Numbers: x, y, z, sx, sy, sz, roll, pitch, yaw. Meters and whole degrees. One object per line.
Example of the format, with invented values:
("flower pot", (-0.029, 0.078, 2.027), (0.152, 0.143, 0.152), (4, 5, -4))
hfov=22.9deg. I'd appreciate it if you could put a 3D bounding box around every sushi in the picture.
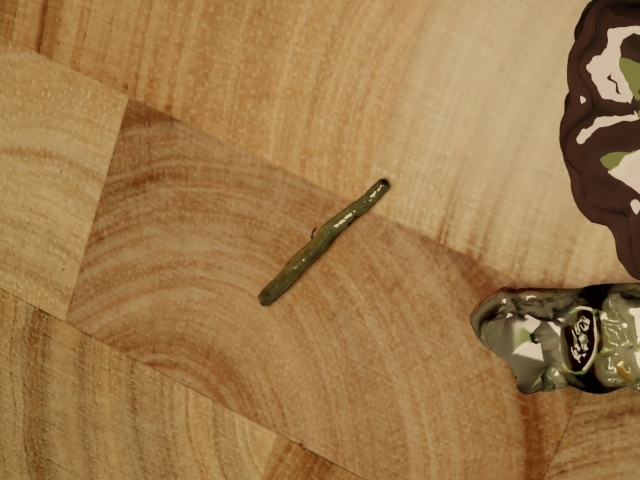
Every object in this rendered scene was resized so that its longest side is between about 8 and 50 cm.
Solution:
("sushi", (0.316, 0.110, 1.754), (0.332, 0.130, 0.124), (-2, 103, 25))

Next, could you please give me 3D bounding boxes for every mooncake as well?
("mooncake", (0.430, -0.112, 1.611), (0.381, 0.212, 0.350), (1, 111, 26))

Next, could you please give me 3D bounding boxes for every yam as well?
("yam", (0.001, 0.001, 1.926), (0.027, 0.029, 0.234), (36, 117, -19))
